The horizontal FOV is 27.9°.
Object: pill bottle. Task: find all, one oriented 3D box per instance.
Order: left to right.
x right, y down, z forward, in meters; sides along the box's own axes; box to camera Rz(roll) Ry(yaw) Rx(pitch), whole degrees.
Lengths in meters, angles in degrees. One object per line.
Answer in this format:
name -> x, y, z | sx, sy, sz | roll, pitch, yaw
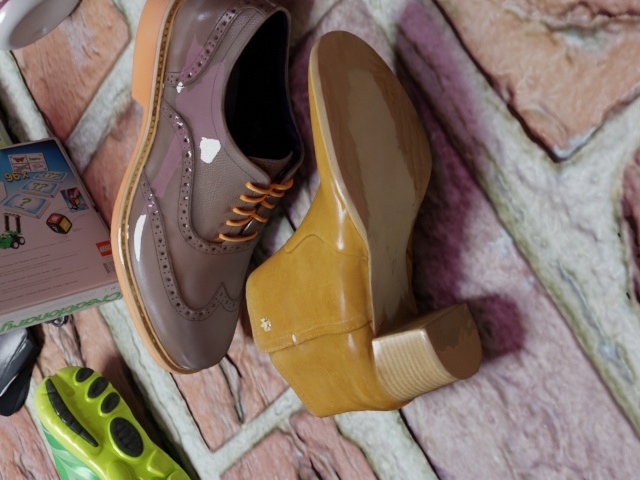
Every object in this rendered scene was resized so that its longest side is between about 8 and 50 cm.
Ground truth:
pill bottle -> -0.344, -0.304, 1.288 | 0.215, 0.117, 0.117 | 49, 136, 4

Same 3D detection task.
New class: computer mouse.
computer mouse -> -0.405, 0.094, 1.563 | 0.184, 0.060, 0.262 | 55, 136, 21

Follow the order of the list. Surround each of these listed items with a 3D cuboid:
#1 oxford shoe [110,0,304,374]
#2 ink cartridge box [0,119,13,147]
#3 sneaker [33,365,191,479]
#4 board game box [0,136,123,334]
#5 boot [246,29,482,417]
oxford shoe -> -0.091, -0.041, 1.113 | 0.133, 0.130, 0.363 | 19, 115, 38
ink cartridge box -> -0.487, -0.053, 1.518 | 0.303, 0.072, 0.307 | -36, 71, 22
sneaker -> -0.202, 0.266, 1.368 | 0.295, 0.109, 0.123 | 55, 158, 21
board game box -> -0.366, 0.007, 1.301 | 0.193, 0.305, 0.053 | 59, 140, 19
boot -> 0.001, 0.000, 1.033 | 0.211, 0.104, 0.295 | -18, 91, 50
